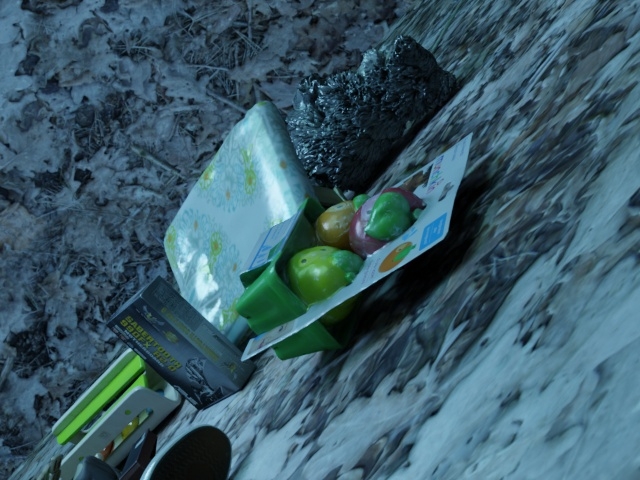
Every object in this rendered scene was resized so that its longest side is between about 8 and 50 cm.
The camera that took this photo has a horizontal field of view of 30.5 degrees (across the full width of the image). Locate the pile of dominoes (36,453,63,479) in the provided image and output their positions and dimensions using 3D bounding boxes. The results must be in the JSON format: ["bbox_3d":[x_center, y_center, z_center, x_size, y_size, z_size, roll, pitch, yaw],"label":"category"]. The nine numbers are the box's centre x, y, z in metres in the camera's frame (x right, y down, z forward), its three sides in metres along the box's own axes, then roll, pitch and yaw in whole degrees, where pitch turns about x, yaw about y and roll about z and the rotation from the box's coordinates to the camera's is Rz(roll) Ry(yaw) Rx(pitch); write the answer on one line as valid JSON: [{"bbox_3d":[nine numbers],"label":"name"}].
[{"bbox_3d":[-0.473,0.499,2.018,0.196,0.040,0.251,-71,-5,-67],"label":"pile of dominoes"}]

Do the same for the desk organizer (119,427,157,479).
[{"bbox_3d":[-0.303,0.382,2.027,0.047,0.050,0.130,-47,10,13],"label":"desk organizer"}]

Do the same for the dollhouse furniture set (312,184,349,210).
[{"bbox_3d":[0.000,0.000,2.052,0.183,0.129,0.129,50,119,40],"label":"dollhouse furniture set"}]

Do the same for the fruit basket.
[{"bbox_3d":[0.049,-0.002,1.628,0.353,0.165,0.327,-40,13,29],"label":"fruit basket"}]

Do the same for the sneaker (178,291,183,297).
[{"bbox_3d":[-0.200,0.090,2.308,0.384,0.145,0.147,-49,37,-11],"label":"sneaker"}]

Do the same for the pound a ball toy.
[{"bbox_3d":[-0.405,0.397,2.292,0.319,0.136,0.208,-46,36,18],"label":"pound a ball toy"}]

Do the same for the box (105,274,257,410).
[{"bbox_3d":[-0.240,0.179,2.001,0.056,0.231,0.183,-52,10,-33],"label":"box"}]

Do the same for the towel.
[{"bbox_3d":[-0.135,-0.005,2.040,0.374,0.090,0.320,-51,50,35],"label":"towel"}]

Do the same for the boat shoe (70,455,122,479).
[{"bbox_3d":[-0.394,0.472,1.941,0.130,0.132,0.355,-58,0,4],"label":"boat shoe"}]

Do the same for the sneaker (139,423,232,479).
[{"bbox_3d":[-0.227,0.371,1.570,0.290,0.106,0.123,-56,14,-30],"label":"sneaker"}]

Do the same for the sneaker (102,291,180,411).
[{"bbox_3d":[-0.342,0.229,2.447,0.330,0.130,0.147,-44,41,-13],"label":"sneaker"}]

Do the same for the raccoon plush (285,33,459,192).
[{"bbox_3d":[0.103,-0.181,2.248,0.299,0.216,0.446,-19,58,45],"label":"raccoon plush"}]
